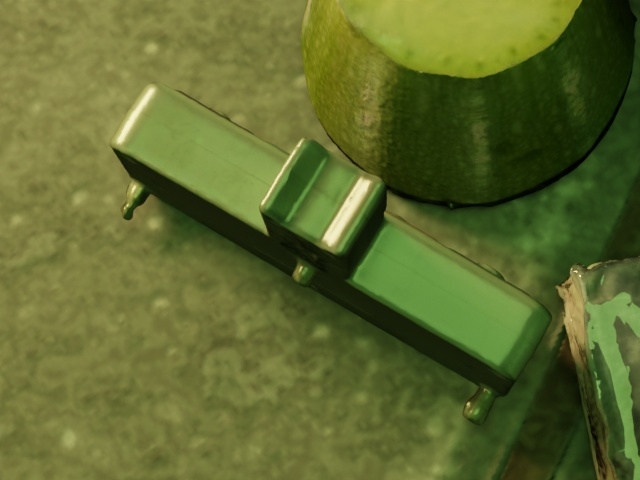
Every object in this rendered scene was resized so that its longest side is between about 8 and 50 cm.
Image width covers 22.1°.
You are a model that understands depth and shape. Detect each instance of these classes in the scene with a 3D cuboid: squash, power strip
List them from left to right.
[{"bbox_3d":[0.000,0.000,0.738,0.215,0.145,0.061,29,80,8],"label":"power strip"},{"bbox_3d":[0.069,-0.111,0.776,0.170,0.123,0.170,-1,74,5],"label":"squash"}]

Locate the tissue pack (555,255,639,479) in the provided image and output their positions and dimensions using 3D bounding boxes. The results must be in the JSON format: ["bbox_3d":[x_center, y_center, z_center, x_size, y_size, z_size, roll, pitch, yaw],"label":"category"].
[{"bbox_3d":[0.241,0.076,0.750,0.235,0.073,0.173,-9,77,-1],"label":"tissue pack"}]
